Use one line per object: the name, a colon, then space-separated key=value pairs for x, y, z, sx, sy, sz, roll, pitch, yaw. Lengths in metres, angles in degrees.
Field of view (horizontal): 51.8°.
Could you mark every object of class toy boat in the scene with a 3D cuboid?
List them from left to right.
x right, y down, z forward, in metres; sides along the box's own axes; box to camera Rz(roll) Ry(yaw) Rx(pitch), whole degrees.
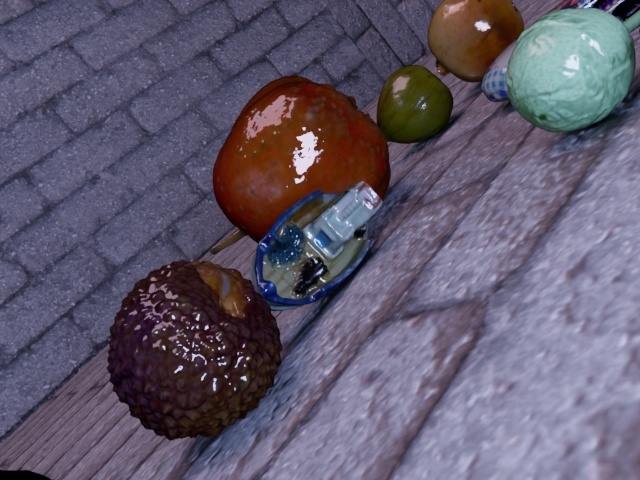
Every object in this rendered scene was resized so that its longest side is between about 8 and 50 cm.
toy boat: x=0.000 y=0.000 z=0.814 sx=0.262 sy=0.114 sz=0.115 roll=-44 pitch=-1 yaw=-39

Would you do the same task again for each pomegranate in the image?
pomegranate: x=0.306 y=-0.410 z=1.311 sx=0.191 sy=0.191 sz=0.191 roll=-39 pitch=10 yaw=8

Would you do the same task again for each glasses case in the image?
glasses case: x=0.372 y=-0.313 z=0.942 sx=0.327 sy=0.076 sz=0.125 roll=-36 pitch=12 yaw=20

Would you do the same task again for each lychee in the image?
lychee: x=-0.136 y=0.118 z=0.677 sx=0.188 sy=0.188 sz=0.188 roll=-39 pitch=10 yaw=8

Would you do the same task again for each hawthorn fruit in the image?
hawthorn fruit: x=-0.053 y=-0.093 z=1.037 sx=0.330 sy=0.287 sz=0.287 roll=-45 pitch=10 yaw=3

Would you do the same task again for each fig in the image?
fig: x=0.157 y=-0.246 z=1.259 sx=0.186 sy=0.142 sz=0.148 roll=-26 pitch=-15 yaw=7

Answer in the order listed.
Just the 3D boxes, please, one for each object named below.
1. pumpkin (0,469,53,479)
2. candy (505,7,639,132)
pumpkin: x=-0.281 y=0.284 z=0.509 sx=0.221 sy=0.161 sz=0.220 roll=-37 pitch=6 yaw=4
candy: x=0.363 y=-0.253 z=0.714 sx=0.440 sy=0.119 sz=0.119 roll=-36 pitch=8 yaw=-22
